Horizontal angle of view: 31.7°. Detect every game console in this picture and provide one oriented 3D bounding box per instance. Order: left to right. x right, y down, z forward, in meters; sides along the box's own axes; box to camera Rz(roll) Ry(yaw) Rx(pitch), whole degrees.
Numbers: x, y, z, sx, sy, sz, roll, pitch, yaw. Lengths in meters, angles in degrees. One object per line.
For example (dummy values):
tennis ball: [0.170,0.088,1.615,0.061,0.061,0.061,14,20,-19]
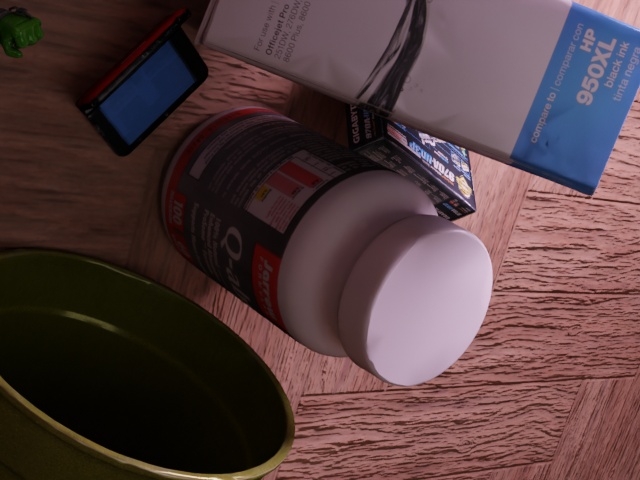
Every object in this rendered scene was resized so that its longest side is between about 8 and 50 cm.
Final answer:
game console: [-0.177,-0.164,1.191,0.144,0.124,0.085,-47,107,-12]

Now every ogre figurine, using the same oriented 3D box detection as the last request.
ogre figurine: [-0.362,-0.169,1.004,0.197,0.118,0.096,-44,129,-16]

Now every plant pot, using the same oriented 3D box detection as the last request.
plant pot: [-0.270,0.255,1.180,0.367,0.366,0.353,12,116,-43]

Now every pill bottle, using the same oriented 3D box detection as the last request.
pill bottle: [0.000,0.000,1.227,0.210,0.363,0.210,-19,123,-32]

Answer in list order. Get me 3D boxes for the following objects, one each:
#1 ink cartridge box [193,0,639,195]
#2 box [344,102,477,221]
ink cartridge box: [0.088,-0.204,1.134,0.395,0.285,0.166,20,99,-9]
box: [0.111,-0.143,1.394,0.220,0.051,0.175,31,46,-46]
